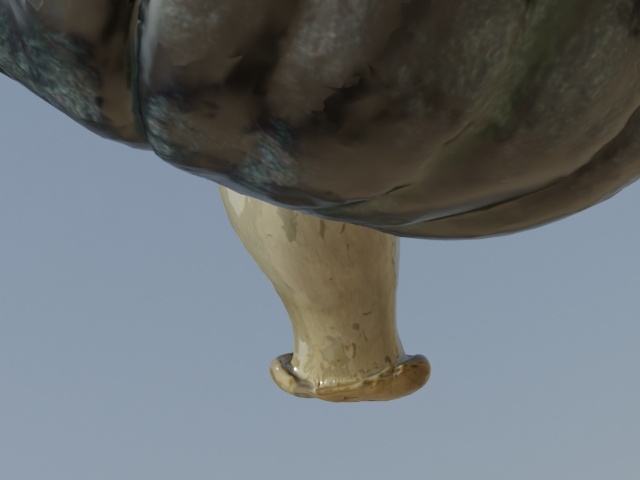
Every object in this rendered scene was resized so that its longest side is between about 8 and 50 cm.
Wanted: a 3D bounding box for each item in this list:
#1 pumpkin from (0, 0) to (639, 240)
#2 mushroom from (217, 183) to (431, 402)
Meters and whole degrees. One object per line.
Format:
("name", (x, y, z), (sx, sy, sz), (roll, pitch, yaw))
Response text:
("pumpkin", (0.000, -0.153, 0.691), (0.363, 0.363, 0.266), (9, -73, -49))
("mushroom", (0.000, 0.001, 1.013), (0.097, 0.088, 0.212), (-17, -65, -13))
